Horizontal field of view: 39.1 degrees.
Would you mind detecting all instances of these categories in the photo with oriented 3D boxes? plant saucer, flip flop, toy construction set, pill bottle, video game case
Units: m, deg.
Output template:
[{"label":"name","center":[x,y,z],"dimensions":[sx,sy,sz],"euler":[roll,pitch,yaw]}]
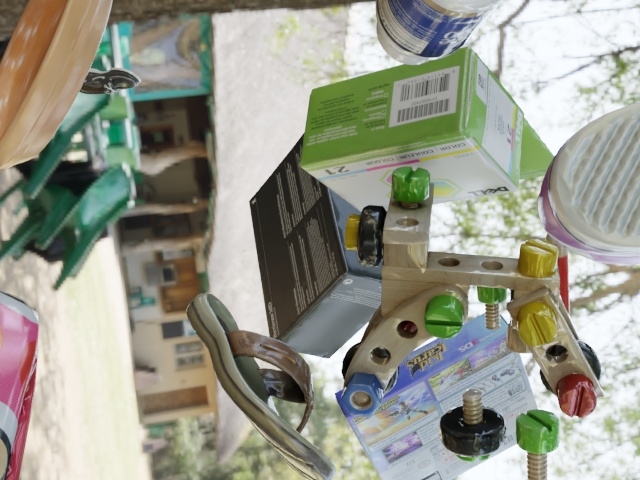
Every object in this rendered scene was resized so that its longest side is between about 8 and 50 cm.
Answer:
[{"label":"plant saucer","center":[-0.213,-0.142,0.702],"dimensions":[0.200,0.037,0.200],"euler":[-37,-139,40]},{"label":"flip flop","center":[-0.056,0.134,0.923],"dimensions":[0.277,0.080,0.112],"euler":[51,-6,50]},{"label":"toy construction set","center":[0.159,0.032,0.874],"dimensions":[0.257,0.309,0.237],"euler":[8,-67,35]},{"label":"pill bottle","center":[0.072,-0.152,0.560],"dimensions":[0.120,0.067,0.067],"euler":[139,-57,-77]},{"label":"video game case","center":[0.186,0.257,1.357],"dimensions":[0.244,0.269,0.061],"euler":[64,-3,-38]}]

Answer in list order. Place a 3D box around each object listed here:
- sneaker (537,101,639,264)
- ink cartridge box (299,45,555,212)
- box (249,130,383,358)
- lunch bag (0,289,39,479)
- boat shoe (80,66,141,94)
[{"label":"sneaker","center":[0.266,-0.045,0.521],"dimensions":[0.161,0.282,0.102],"euler":[47,37,-77]},{"label":"ink cartridge box","center":[0.130,-0.079,0.958],"dimensions":[0.255,0.189,0.097],"euler":[35,55,-46]},{"label":"box","center":[0.000,0.000,1.231],"dimensions":[0.184,0.103,0.261],"euler":[-45,-138,36]},{"label":"lunch bag","center":[-0.240,0.134,0.384],"dimensions":[0.293,0.120,0.258],"euler":[-45,-155,16]},{"label":"boat shoe","center":[-0.355,-0.263,1.503],"dimensions":[0.046,0.125,0.038],"euler":[57,48,-52]}]
